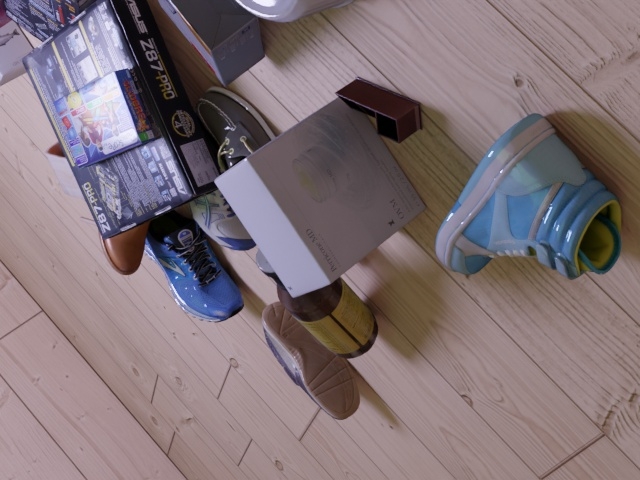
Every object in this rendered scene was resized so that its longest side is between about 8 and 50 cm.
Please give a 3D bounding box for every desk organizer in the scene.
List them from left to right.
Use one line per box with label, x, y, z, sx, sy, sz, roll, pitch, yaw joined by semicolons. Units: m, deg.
desk organizer;0.085;-0.193;1.545;0.130;0.050;0.047;29;143;37

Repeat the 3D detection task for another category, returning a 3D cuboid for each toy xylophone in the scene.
toy xylophone;-0.545;-0.140;2.504;0.322;0.081;0.236;23;139;43

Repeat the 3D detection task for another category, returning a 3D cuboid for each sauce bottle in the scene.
sauce bottle;-0.005;0.096;1.805;0.111;0.111;0.344;31;168;35

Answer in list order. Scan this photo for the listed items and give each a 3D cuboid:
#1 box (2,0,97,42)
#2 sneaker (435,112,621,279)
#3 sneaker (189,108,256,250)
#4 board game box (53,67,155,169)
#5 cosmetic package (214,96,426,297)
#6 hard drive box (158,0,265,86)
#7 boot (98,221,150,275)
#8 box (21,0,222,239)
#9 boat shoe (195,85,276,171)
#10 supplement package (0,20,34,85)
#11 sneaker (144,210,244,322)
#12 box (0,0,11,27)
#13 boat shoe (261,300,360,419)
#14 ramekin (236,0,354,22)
box;-0.545;-0.501;2.112;0.307;0.076;0.242;36;147;28
sneaker;0.279;0.001;1.394;0.208;0.127;0.319;46;151;16
sneaker;-0.198;-0.112;1.992;0.296;0.112;0.131;58;151;-9
board game box;-0.395;-0.218;1.896;0.201;0.035;0.136;-13;99;43
cosmetic package;0.001;-0.071;1.621;0.224;0.224;0.138;56;152;-6
hard drive box;-0.178;-0.357;1.623;0.181;0.089;0.232;51;178;4
boot;-0.361;-0.074;2.189;0.220;0.109;0.284;-7;73;49
box;-0.377;-0.227;1.969;0.318;0.097;0.395;-22;94;42
boat shoe;-0.126;-0.149;1.861;0.305;0.091;0.109;47;151;12
supplement package;-0.760;-0.464;2.442;0.179;0.105;0.105;56;151;-7
sneaker;-0.291;0.042;2.281;0.330;0.129;0.147;45;153;16
box;-0.759;-0.534;2.196;0.117;0.243;0.214;36;153;26
boat shoe;-0.023;0.253;2.152;0.285;0.102;0.092;49;157;17
ramekin;-0.057;-0.423;1.421;0.273;0.127;0.273;37;148;29
